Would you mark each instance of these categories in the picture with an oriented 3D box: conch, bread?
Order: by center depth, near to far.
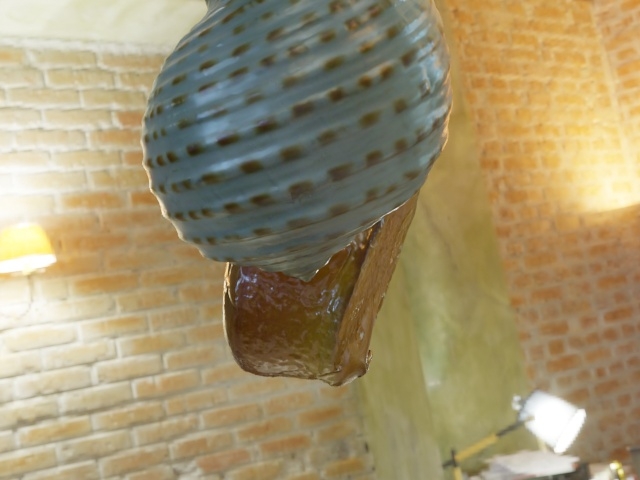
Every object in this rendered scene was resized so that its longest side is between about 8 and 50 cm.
[{"bbox_3d":[-0.012,-0.065,0.474,0.172,0.131,0.200,-9,-48,4],"label":"conch"},{"bbox_3d":[0.000,0.000,0.815,0.143,0.269,0.195,16,-29,14],"label":"bread"}]
